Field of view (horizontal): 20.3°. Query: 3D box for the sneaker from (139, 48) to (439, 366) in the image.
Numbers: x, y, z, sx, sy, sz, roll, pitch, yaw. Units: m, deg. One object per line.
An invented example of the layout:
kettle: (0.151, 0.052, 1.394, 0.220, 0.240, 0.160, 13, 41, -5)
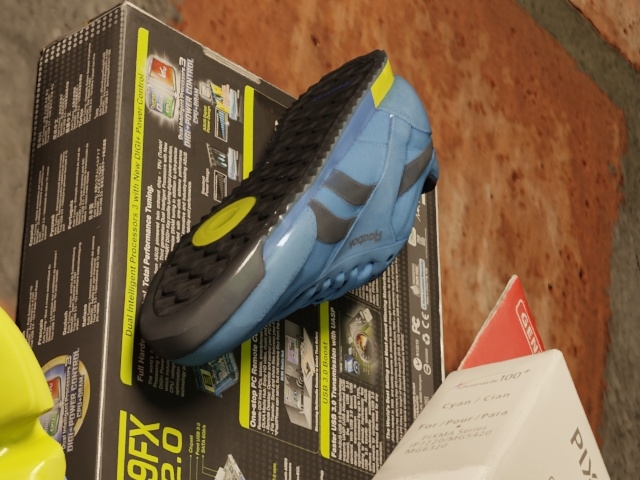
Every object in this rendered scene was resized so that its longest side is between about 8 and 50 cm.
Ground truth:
sneaker: (0.000, 0.000, 0.750, 0.082, 0.069, 0.209, 58, 37, -18)

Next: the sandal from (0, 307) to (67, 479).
sandal: (-0.114, 0.154, 0.590, 0.126, 0.138, 0.317, -11, 98, -16)

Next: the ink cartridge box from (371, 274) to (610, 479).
ink cartridge box: (0.133, 0.188, 0.854, 0.296, 0.066, 0.261, 68, 28, -14)

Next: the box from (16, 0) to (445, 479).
box: (-0.033, 0.059, 0.786, 0.216, 0.060, 0.270, 25, 53, -41)
